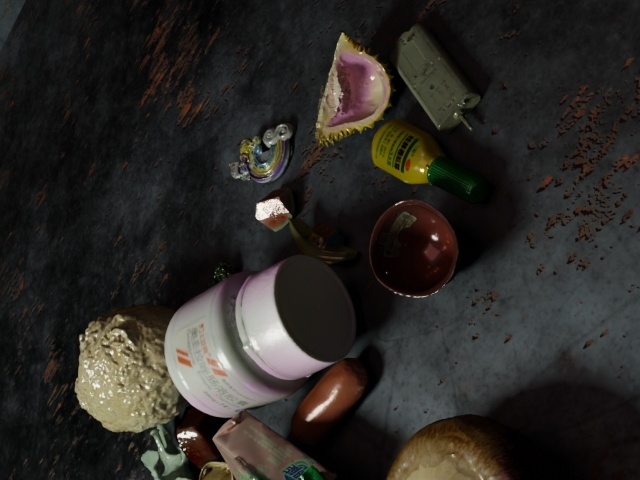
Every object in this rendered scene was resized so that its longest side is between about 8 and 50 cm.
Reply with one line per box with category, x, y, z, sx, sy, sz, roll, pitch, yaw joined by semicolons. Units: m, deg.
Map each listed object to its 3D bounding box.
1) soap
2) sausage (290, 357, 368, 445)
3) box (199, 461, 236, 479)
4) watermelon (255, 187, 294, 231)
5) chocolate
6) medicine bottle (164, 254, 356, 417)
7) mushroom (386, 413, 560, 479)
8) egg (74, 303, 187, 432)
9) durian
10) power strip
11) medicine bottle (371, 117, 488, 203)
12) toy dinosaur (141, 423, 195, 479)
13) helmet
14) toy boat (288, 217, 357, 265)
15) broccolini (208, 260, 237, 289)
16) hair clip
soap;-0.060;0.416;1.560;0.098;0.217;0.273;-43;38;-19
sausage;0.014;0.285;1.590;0.194;0.077;0.077;-51;46;22
box;-0.191;0.512;1.718;0.111;0.111;0.177;-12;69;45
watermelon;-0.092;-0.073;1.825;0.085;0.072;0.092;-30;51;17
chocolate;-0.222;0.375;1.795;0.080;0.125;0.148;-23;56;23
medicine bottle;-0.108;0.170;1.631;0.302;0.241;0.241;-30;57;38
mushroom;0.209;0.413;1.249;0.345;0.239;0.345;4;96;34
egg;-0.374;0.259;1.873;0.310;0.279;0.279;114;146;-49
durian;0.053;-0.278;1.687;0.165;0.132;0.182;-19;75;55
power strip;0.205;-0.278;1.591;0.092;0.034;0.268;-49;47;25
medicine bottle;0.185;-0.130;1.544;0.260;0.064;0.095;36;105;46
toy dinosaur;-0.283;0.503;1.779;0.205;0.092;0.392;91;160;-57
helmet;0.177;0.019;1.471;0.175;0.106;0.155;24;98;43
toy boat;0.000;0.000;1.703;0.172;0.065;0.066;29;113;43
broccolini;-0.246;0.145;1.949;0.239;0.051;0.054;-59;2;24
hair clip;-0.117;-0.172;1.907;0.172;0.049;0.116;-21;76;33
